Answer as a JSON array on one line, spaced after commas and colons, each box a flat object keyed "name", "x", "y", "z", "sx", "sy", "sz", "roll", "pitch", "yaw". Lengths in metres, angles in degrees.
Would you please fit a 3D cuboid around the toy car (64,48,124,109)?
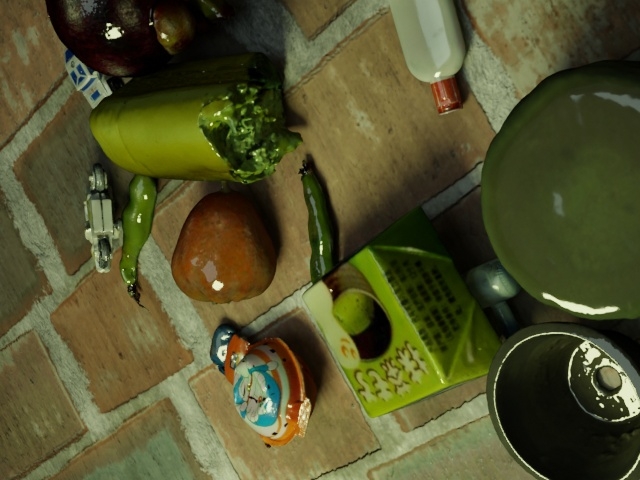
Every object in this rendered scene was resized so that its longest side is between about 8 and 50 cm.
[{"name": "toy car", "x": -0.479, "y": -0.354, "z": 2.097, "sx": 0.080, "sy": 0.070, "sz": 0.170, "roll": -32, "pitch": 83, "yaw": 40}]

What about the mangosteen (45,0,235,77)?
[{"name": "mangosteen", "x": -0.324, "y": -0.449, "z": 1.823, "sx": 0.347, "sy": 0.307, "sz": 0.306, "roll": 2, "pitch": 106, "yaw": 12}]

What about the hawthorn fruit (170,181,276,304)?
[{"name": "hawthorn fruit", "x": -0.182, "y": -0.004, "z": 1.903, "sx": 0.199, "sy": 0.199, "sz": 0.251, "roll": 1, "pitch": 91, "yaw": 38}]

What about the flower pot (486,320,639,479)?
[{"name": "flower pot", "x": 0.403, "y": 0.229, "z": 1.511, "sx": 0.269, "sy": 0.166, "sz": 0.269, "roll": 13, "pitch": 111, "yaw": 38}]

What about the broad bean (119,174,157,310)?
[{"name": "broad bean", "x": -0.381, "y": -0.013, "z": 2.129, "sx": 0.098, "sy": 0.056, "sz": 0.318, "roll": 20, "pitch": 118, "yaw": 33}]

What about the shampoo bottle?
[{"name": "shampoo bottle", "x": 0.178, "y": -0.310, "z": 1.605, "sx": 0.108, "sy": 0.051, "sz": 0.220, "roll": -14, "pitch": 94, "yaw": 37}]

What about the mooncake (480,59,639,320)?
[{"name": "mooncake", "x": 0.409, "y": -0.073, "z": 1.402, "sx": 0.356, "sy": 0.194, "sz": 0.356, "roll": 8, "pitch": 104, "yaw": 36}]

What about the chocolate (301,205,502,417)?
[{"name": "chocolate", "x": 0.126, "y": 0.136, "z": 1.672, "sx": 0.288, "sy": 0.137, "sz": 0.301, "roll": 60, "pitch": 149, "yaw": 7}]

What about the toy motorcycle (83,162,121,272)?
[{"name": "toy motorcycle", "x": -0.469, "y": -0.046, "z": 2.152, "sx": 0.151, "sy": 0.074, "sz": 0.228, "roll": 156, "pitch": 108, "yaw": -72}]

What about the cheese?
[{"name": "cheese", "x": -0.115, "y": 0.272, "z": 1.956, "sx": 0.329, "sy": 0.129, "sz": 0.216, "roll": 33, "pitch": 117, "yaw": 48}]

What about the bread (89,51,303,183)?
[{"name": "bread", "x": -0.228, "y": -0.214, "z": 1.837, "sx": 0.377, "sy": 0.251, "sz": 0.208, "roll": 4, "pitch": 122, "yaw": 35}]

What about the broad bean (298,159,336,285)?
[{"name": "broad bean", "x": 0.001, "y": 0.000, "z": 1.840, "sx": 0.060, "sy": 0.043, "sz": 0.297, "roll": 6, "pitch": 106, "yaw": 49}]

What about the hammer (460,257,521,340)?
[{"name": "hammer", "x": 0.297, "y": 0.128, "z": 1.631, "sx": 0.116, "sy": 0.069, "sz": 0.193, "roll": -26, "pitch": 91, "yaw": 39}]
